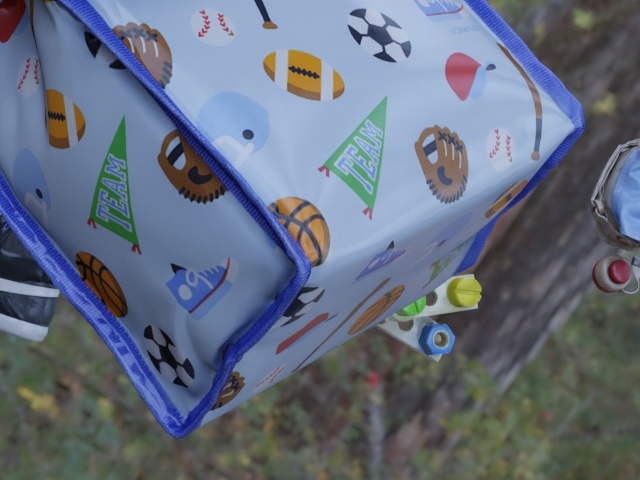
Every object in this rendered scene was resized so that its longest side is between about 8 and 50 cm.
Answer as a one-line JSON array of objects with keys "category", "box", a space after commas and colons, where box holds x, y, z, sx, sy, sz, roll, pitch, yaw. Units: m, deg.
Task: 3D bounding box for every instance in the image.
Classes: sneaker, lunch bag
[{"category": "sneaker", "box": [-0.352, 0.006, 1.871, 0.217, 0.121, 0.079, 23, 0, -3]}, {"category": "lunch bag", "box": [-0.066, -0.122, 1.280, 0.328, 0.239, 0.385, -26, 70, -45]}]

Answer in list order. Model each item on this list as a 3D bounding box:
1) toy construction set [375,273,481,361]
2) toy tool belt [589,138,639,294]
[{"category": "toy construction set", "box": [0.000, 0.000, 1.794, 0.328, 0.215, 0.151, 7, -5, -37]}, {"category": "toy tool belt", "box": [0.172, -0.014, 1.014, 0.052, 0.083, 0.051, 21, -15, -19]}]
